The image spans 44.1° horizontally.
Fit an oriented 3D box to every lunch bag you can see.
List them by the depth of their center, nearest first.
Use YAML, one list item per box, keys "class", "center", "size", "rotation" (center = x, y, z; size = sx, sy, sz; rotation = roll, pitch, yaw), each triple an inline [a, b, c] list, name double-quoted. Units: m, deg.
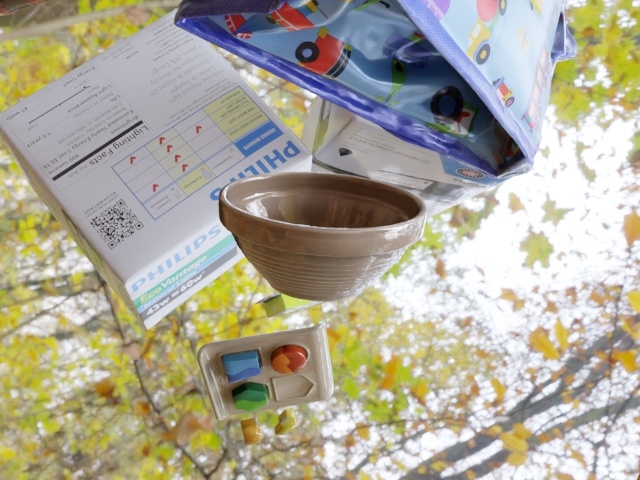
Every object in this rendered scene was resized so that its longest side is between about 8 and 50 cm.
- class: "lunch bag"
  center: [0.087, -0.177, 0.470]
  size: [0.138, 0.293, 0.220]
  rotation: [3, -102, 42]

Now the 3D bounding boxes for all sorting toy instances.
- class: "sorting toy"
  center: [-0.087, 0.280, 1.458]
  size: [0.041, 0.229, 0.307]
  rotation: [-106, -173, -47]

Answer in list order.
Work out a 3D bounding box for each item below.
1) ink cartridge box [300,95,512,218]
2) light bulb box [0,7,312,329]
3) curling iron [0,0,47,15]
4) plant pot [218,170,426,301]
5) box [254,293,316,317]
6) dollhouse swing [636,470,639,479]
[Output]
- class: "ink cartridge box"
  center: [0.141, -0.177, 1.350]
  size: [0.395, 0.286, 0.166]
  rotation: [148, -44, -72]
- class: "light bulb box"
  center: [-0.261, -0.116, 1.294]
  size: [0.361, 0.358, 0.225]
  rotation: [48, -17, 16]
- class: "curling iron"
  center: [-0.303, -0.248, 0.768]
  size: [0.274, 0.035, 0.068]
  rotation: [3, -95, 51]
- class: "plant pot"
  center: [0.000, 0.000, 0.922]
  size: [0.237, 0.237, 0.109]
  rotation: [23, -63, 45]
- class: "box"
  center: [-0.040, 0.124, 1.697]
  size: [0.109, 0.178, 0.042]
  rotation: [-32, -107, 61]
- class: "dollhouse swing"
  center: [0.693, 0.376, 1.098]
  size: [0.347, 0.305, 0.315]
  rotation: [33, -76, 65]
